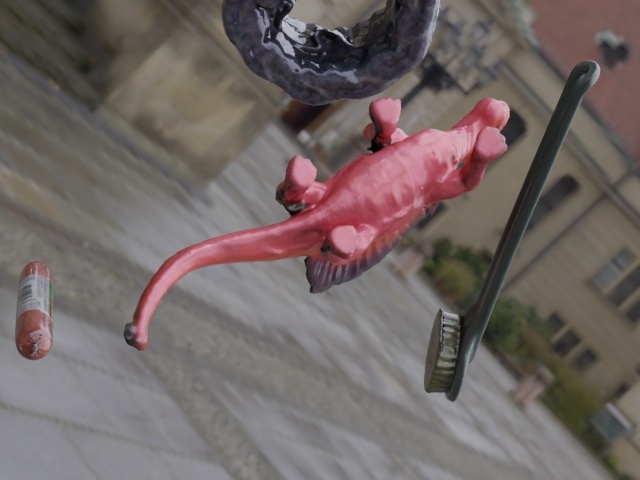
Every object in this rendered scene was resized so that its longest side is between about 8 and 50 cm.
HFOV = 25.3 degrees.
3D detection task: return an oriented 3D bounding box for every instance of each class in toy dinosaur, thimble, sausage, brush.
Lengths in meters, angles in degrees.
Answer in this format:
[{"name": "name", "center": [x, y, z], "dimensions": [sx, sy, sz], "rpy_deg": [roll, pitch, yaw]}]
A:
[{"name": "toy dinosaur", "center": [0.002, 0.001, 0.856], "dimensions": [0.070, 0.286, 0.139], "rpy_deg": [51, -19, 16]}, {"name": "thimble", "center": [0.008, -0.172, 0.966], "dimensions": [0.150, 0.150, 0.098], "rpy_deg": [45, 23, -21]}, {"name": "sausage", "center": [-0.232, 0.054, 1.155], "dimensions": [0.029, 0.029, 0.223], "rpy_deg": [45, 3, -18]}, {"name": "brush", "center": [0.109, -0.002, 0.856], "dimensions": [0.027, 0.266, 0.062], "rpy_deg": [14, 40, -5]}]
